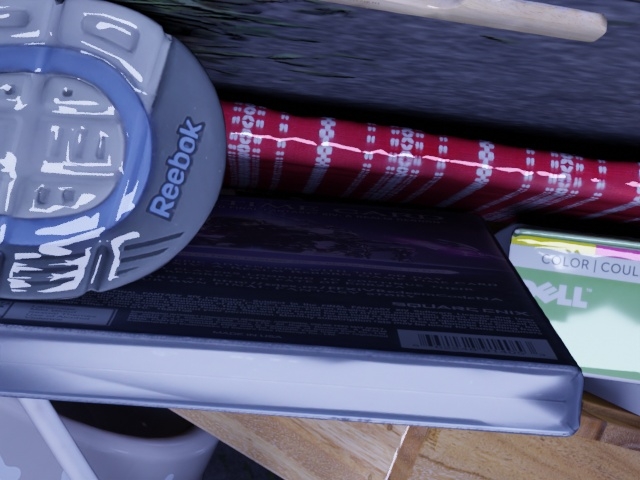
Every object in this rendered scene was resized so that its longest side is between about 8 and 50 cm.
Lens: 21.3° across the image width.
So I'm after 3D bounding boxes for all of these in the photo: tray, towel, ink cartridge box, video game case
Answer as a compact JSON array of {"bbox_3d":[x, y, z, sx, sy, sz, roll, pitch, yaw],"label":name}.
[{"bbox_3d":[-0.042,0.038,0.858,0.411,0.076,0.202,23,-178,43],"label":"tray"},{"bbox_3d":[0.037,-0.033,0.722,0.274,0.031,0.199,7,178,-2],"label":"towel"},{"bbox_3d":[0.135,0.031,0.765,0.109,0.062,0.209,8,180,6],"label":"ink cartridge box"},{"bbox_3d":[-0.023,0.016,0.619,0.196,0.026,0.274,4,-171,-1],"label":"video game case"}]

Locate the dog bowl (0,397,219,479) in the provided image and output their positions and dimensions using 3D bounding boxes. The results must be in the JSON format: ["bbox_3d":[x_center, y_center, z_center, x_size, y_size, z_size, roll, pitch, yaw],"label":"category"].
[{"bbox_3d":[-0.207,0.059,1.031,0.348,0.102,0.349,34,-164,-11],"label":"dog bowl"}]

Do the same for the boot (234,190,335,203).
[{"bbox_3d":[0.000,0.000,1.116,0.248,0.090,0.207,41,176,40],"label":"boot"}]

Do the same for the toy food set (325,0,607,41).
[{"bbox_3d":[0.037,-0.058,0.253,0.077,0.019,0.122,7,170,-11],"label":"toy food set"}]

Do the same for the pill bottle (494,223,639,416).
[{"bbox_3d":[0.192,0.139,1.064,0.210,0.210,0.363,6,153,20],"label":"pill bottle"}]

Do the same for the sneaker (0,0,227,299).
[{"bbox_3d":[-0.176,-0.032,0.546,0.297,0.111,0.129,8,-177,0],"label":"sneaker"}]

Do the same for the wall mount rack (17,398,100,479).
[{"bbox_3d":[-0.004,0.157,0.808,0.304,0.131,0.350,15,-174,-41],"label":"wall mount rack"}]
